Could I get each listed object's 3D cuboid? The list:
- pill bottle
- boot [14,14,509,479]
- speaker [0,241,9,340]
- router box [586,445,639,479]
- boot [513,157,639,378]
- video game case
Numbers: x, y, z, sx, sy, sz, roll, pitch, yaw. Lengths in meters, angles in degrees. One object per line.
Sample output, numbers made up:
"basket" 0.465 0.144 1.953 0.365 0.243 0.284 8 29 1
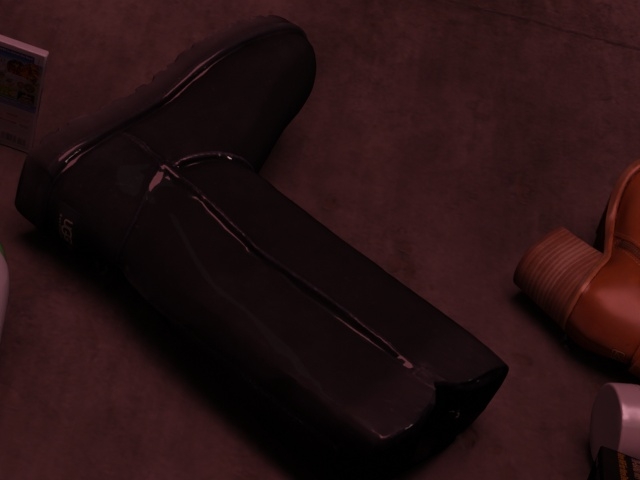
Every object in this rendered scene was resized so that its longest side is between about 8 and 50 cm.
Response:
"pill bottle" 0.341 0.174 1.790 0.180 0.108 0.108 6 42 -13
"boot" -0.001 0.001 1.831 0.445 0.146 0.367 36 54 26
"speaker" -0.331 0.109 1.619 0.131 0.131 0.296 10 41 -8
"router box" 0.325 0.275 1.583 0.243 0.081 0.309 21 10 3
"boot" 0.355 0.032 1.951 0.220 0.109 0.283 38 47 25
"video game case" -0.311 -0.146 1.913 0.087 0.122 0.011 19 41 3
